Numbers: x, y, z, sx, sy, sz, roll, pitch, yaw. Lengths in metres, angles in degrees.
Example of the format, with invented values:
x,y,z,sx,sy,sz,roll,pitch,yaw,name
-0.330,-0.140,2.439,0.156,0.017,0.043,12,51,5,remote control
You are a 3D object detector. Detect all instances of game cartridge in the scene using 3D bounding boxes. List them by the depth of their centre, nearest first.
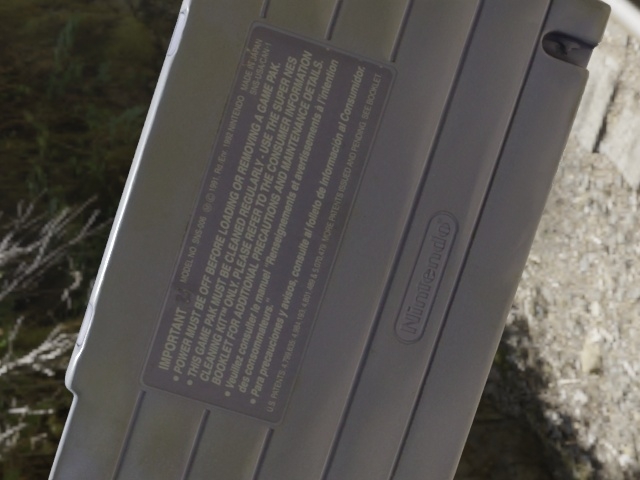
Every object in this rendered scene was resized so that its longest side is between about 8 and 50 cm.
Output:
x,y,z,sx,sy,sz,roll,pitch,yaw,name
0.000,0.000,0.507,0.068,0.230,0.355,-91,19,-87,game cartridge
